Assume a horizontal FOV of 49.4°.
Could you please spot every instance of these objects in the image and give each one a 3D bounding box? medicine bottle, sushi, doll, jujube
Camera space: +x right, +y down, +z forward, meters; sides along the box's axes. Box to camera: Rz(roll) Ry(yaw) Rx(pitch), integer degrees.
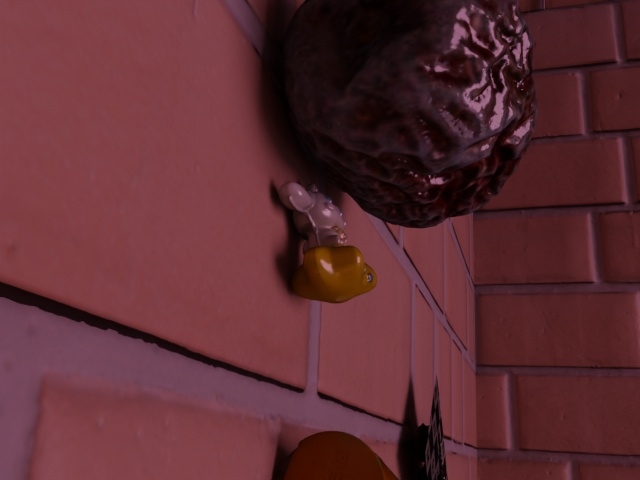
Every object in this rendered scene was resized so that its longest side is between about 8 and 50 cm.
[{"bbox_3d":[0.032,0.240,0.611,0.192,0.096,0.096,61,31,-55],"label":"medicine bottle"},{"bbox_3d":[0.177,0.390,1.160,0.192,0.043,0.279,-64,148,-57],"label":"sushi"},{"bbox_3d":[0.002,0.003,0.627,0.135,0.072,0.113,-6,75,-79],"label":"doll"},{"bbox_3d":[0.091,-0.131,0.657,0.317,0.226,0.225,39,51,-65],"label":"jujube"}]
